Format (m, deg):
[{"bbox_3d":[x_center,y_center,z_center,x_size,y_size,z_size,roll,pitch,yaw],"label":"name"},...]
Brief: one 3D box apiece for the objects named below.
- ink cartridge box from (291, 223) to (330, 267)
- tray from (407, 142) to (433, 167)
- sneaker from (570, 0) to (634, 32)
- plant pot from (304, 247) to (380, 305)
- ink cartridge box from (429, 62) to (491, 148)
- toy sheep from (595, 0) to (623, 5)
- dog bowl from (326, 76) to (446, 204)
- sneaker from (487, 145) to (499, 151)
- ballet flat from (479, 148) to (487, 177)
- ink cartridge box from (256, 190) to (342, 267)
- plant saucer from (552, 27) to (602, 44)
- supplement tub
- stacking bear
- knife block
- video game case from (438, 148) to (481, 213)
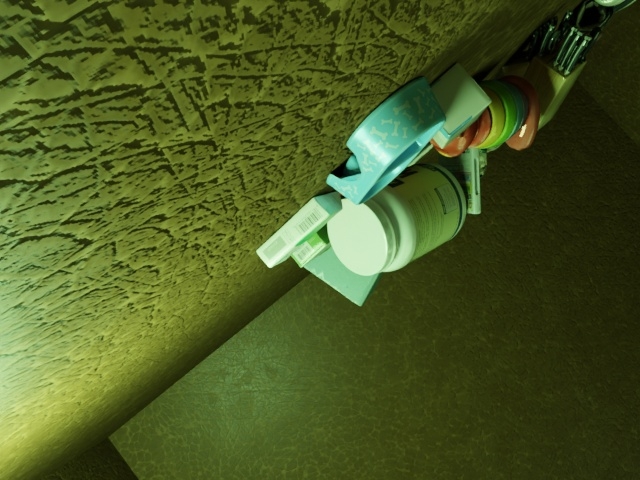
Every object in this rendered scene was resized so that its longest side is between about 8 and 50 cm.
[{"bbox_3d":[0.000,0.000,1.379,0.109,0.062,0.209,-42,174,25],"label":"ink cartridge box"},{"bbox_3d":[0.314,-0.286,1.338,0.270,0.030,0.145,-42,173,27],"label":"tray"},{"bbox_3d":[0.772,-0.638,1.233,0.226,0.086,0.163,-42,177,35],"label":"sneaker"},{"bbox_3d":[0.125,0.027,1.587,0.252,0.248,0.247,-57,170,14],"label":"plant pot"},{"bbox_3d":[0.234,-0.238,0.858,0.092,0.090,0.143,-40,176,6],"label":"ink cartridge box"},{"bbox_3d":[0.633,-0.554,1.015,0.132,0.091,0.091,-31,171,-36],"label":"toy sheep"},{"bbox_3d":[0.112,-0.154,0.813,0.166,0.074,0.297,-38,175,-21],"label":"dog bowl"},{"bbox_3d":[0.522,-0.322,1.491,0.262,0.099,0.121,-35,-179,-10],"label":"sneaker"},{"bbox_3d":[0.482,-0.240,1.431,0.070,0.070,0.188,-40,158,5],"label":"ballet flat"},{"bbox_3d":[-0.020,-0.033,1.038,0.181,0.056,0.224,-41,173,23],"label":"ink cartridge box"},{"bbox_3d":[0.719,-0.557,1.500,0.332,0.084,0.332,-39,178,-1],"label":"plant saucer"},{"bbox_3d":[0.201,-0.058,1.230,0.324,0.235,0.235,-24,166,-37],"label":"supplement tub"},{"bbox_3d":[0.354,-0.275,1.073,0.289,0.175,0.164,-24,138,-33],"label":"stacking bear"},{"bbox_3d":[0.581,-0.401,1.143,0.088,0.276,0.242,-38,-156,-13],"label":"knife block"},{"bbox_3d":[0.382,-0.179,1.303,0.023,0.193,0.212,-6,-170,-9],"label":"video game case"}]
